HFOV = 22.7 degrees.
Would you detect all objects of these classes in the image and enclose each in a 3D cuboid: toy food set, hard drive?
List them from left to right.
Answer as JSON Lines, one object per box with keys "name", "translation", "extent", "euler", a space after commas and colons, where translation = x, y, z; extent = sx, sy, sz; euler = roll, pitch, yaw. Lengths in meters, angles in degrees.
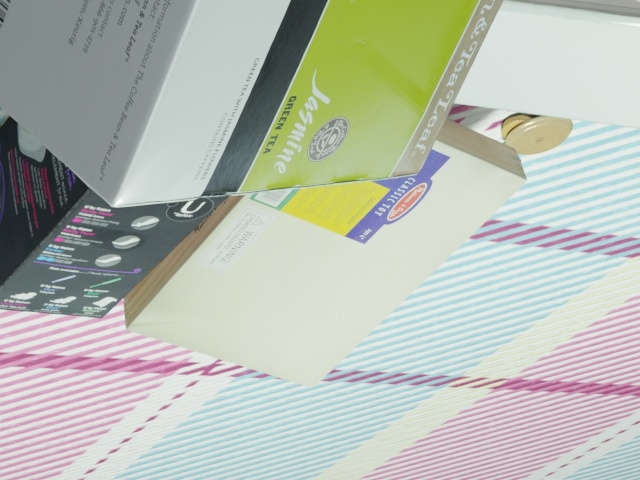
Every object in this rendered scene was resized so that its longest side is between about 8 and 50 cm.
{"name": "toy food set", "translation": [0.248, -0.123, 1.828], "extent": [0.083, 0.020, 0.082], "euler": [-16, 154, 4]}
{"name": "hard drive", "translation": [0.247, -0.181, 1.554], "extent": [0.307, 0.040, 0.203], "euler": [8, 156, 9]}

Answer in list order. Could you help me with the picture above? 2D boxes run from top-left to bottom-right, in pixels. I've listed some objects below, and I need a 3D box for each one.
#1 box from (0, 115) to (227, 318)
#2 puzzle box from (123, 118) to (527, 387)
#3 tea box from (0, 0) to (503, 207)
{"name": "box", "translation": [-0.225, -0.056, 1.565], "extent": [0.143, 0.165, 0.270], "euler": [7, 148, -36]}
{"name": "puzzle box", "translation": [0.000, 0.000, 1.780], "extent": [0.272, 0.052, 0.409], "euler": [22, 128, -32]}
{"name": "tea box", "translation": [-0.031, -0.223, 1.048], "extent": [0.323, 0.220, 0.329], "euler": [-6, 129, -50]}
